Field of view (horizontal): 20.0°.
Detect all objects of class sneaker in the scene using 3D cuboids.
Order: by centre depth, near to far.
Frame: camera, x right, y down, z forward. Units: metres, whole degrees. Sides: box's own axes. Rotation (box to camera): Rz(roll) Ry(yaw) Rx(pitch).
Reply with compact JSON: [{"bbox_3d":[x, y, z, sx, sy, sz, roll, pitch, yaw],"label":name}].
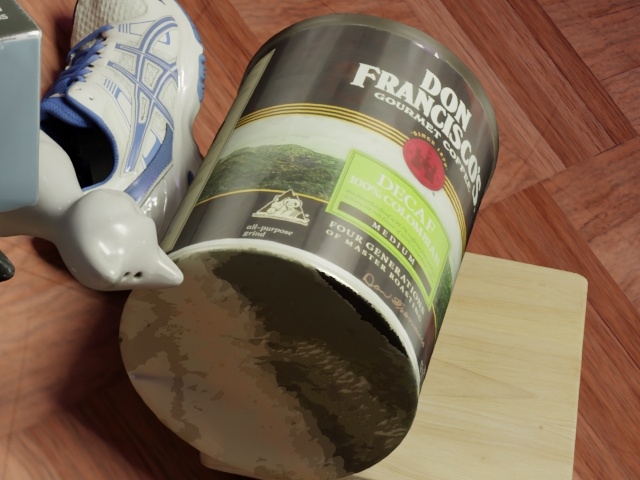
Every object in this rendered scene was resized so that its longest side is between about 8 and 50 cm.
[{"bbox_3d":[-0.162,-0.105,1.385,0.131,0.112,0.296,21,40,-39],"label":"sneaker"}]

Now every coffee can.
[{"bbox_3d":[0.000,0.000,1.258,0.201,0.201,0.275,40,40,-16],"label":"coffee can"}]

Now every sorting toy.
[{"bbox_3d":[0.059,0.116,1.358,0.257,0.089,0.255,11,41,3],"label":"sorting toy"}]

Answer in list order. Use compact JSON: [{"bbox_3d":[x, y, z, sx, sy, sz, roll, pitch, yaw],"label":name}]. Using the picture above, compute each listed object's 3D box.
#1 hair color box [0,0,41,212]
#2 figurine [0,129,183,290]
[{"bbox_3d":[-0.315,-0.141,1.024,0.185,0.114,0.374,-14,39,-28],"label":"hair color box"},{"bbox_3d":[-0.210,-0.023,1.091,0.215,0.092,0.209,5,20,-47],"label":"figurine"}]
